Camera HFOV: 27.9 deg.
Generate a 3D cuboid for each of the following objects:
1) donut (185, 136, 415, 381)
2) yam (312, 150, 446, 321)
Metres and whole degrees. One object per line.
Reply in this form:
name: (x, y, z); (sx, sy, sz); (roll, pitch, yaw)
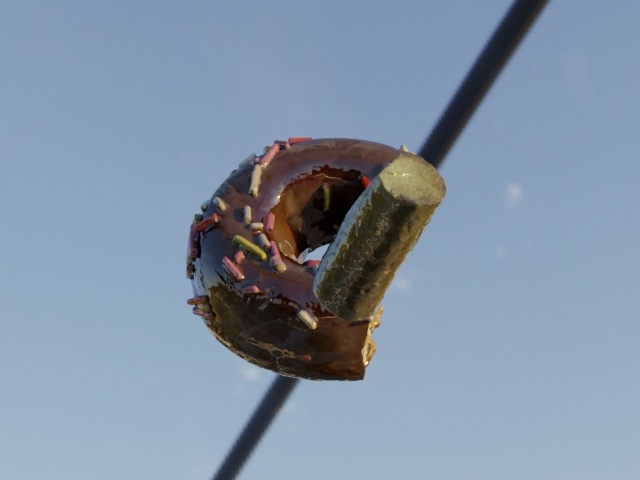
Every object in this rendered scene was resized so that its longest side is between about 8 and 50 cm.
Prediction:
donut: (-0.023, -0.002, 1.511); (0.259, 0.345, 0.136); (13, -45, 14)
yam: (0.047, -0.002, 1.105); (0.068, 0.068, 0.169); (6, -41, -19)
